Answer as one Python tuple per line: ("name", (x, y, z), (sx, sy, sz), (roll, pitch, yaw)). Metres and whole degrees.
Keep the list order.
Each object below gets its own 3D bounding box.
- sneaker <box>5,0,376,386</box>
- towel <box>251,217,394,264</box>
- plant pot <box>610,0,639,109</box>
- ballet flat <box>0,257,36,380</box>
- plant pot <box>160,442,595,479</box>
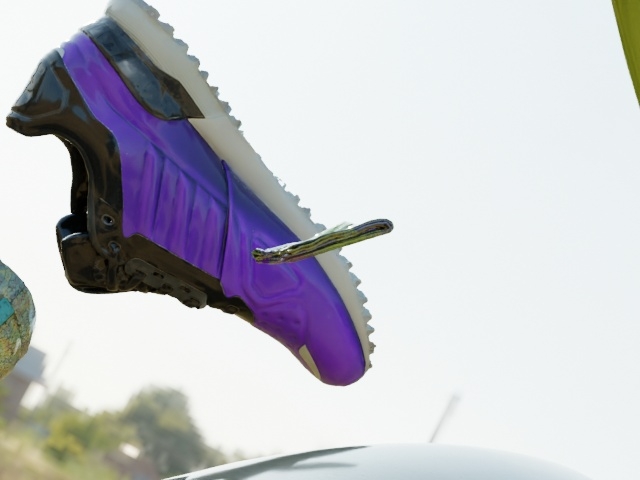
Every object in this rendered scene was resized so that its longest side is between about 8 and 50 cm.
("sneaker", (-0.091, -0.002, 1.156), (0.293, 0.146, 0.102), (54, -12, -14))
("towel", (0.000, 0.000, 0.923), (0.083, 0.060, 0.009), (178, -106, -77))
("plant pot", (0.171, -0.084, 0.383), (0.207, 0.228, 0.227), (52, 28, -1))
("ballet flat", (-0.256, 0.014, 1.065), (0.123, 0.123, 0.348), (33, -4, -32))
("plant pot", (0.035, 0.179, 0.678), (0.256, 0.256, 0.274), (24, 19, 22))
